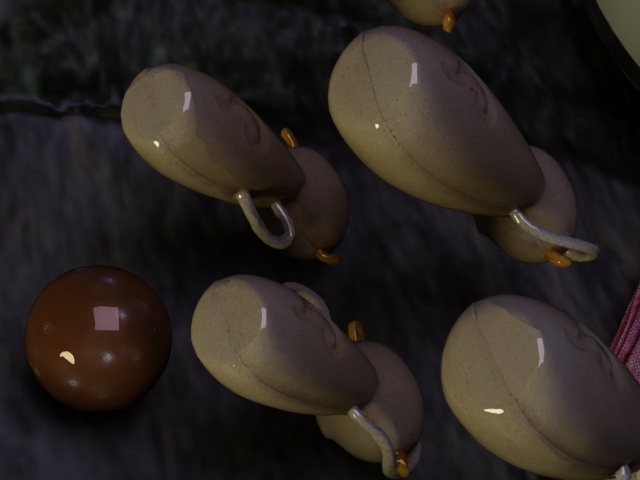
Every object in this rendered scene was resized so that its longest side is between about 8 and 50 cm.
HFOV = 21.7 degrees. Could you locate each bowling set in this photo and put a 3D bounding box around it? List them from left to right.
[{"bbox_3d":[0.000,0.000,0.632,0.154,0.200,0.287,32,37,-54],"label":"bowling set"}]

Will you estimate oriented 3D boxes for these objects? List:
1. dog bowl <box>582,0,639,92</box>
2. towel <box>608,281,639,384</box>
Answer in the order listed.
[{"bbox_3d":[0.315,-0.198,0.738,0.408,0.150,0.408,-3,58,5],"label":"dog bowl"},{"bbox_3d":[0.289,0.081,0.719,0.329,0.037,0.237,30,52,3],"label":"towel"}]
